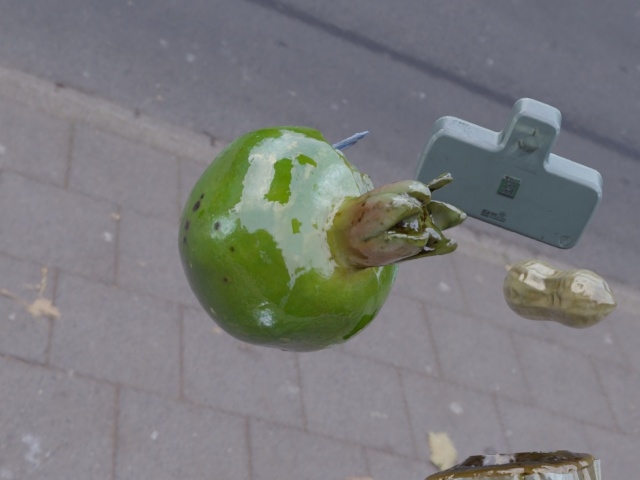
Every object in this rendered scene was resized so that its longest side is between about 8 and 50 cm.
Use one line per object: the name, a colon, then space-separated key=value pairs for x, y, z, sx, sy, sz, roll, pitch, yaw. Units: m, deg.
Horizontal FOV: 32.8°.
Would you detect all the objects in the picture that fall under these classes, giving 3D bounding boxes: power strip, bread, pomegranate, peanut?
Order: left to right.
pomegranate: x=0.000 y=0.000 z=1.077 sx=0.236 sy=0.302 sz=0.236 roll=0 pitch=90 yaw=-43
bread: x=0.250 y=0.328 z=1.402 sx=0.192 sy=0.210 sz=0.109 roll=6 pitch=76 yaw=-60
power strip: x=0.282 y=-0.109 z=1.571 sx=0.265 sy=0.193 sz=0.059 roll=21 pitch=34 yaw=0
peanut: x=0.409 y=0.090 z=1.911 sx=0.125 sy=0.111 sz=0.274 roll=20 pitch=-6 yaw=-27

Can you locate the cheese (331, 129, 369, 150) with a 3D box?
cheese: x=-0.041 y=-0.117 z=1.726 sx=0.245 sy=0.135 sz=0.052 roll=-24 pitch=91 yaw=-16
